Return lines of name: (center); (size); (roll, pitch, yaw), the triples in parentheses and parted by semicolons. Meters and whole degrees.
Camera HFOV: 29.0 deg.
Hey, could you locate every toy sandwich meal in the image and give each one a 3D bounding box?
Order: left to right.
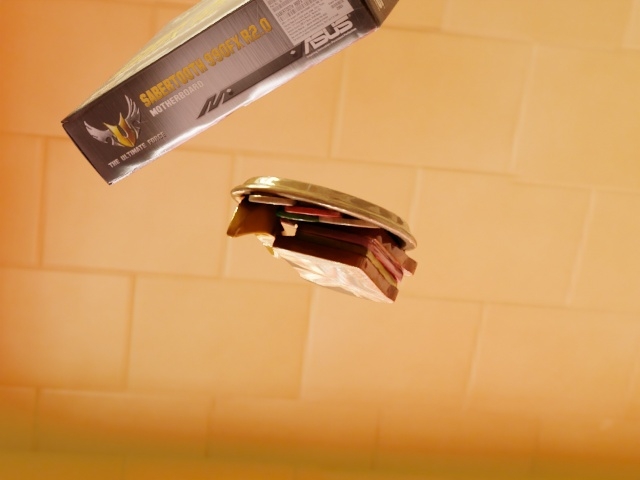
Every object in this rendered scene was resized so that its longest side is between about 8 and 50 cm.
toy sandwich meal: (0.000, 0.000, 0.493); (0.085, 0.085, 0.029); (147, -41, -79)

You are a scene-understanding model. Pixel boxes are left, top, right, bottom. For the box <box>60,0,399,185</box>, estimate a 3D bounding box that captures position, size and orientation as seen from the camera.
box: (-0.041, -0.143, 0.824); (0.231, 0.056, 0.183); (-25, -160, 31)
